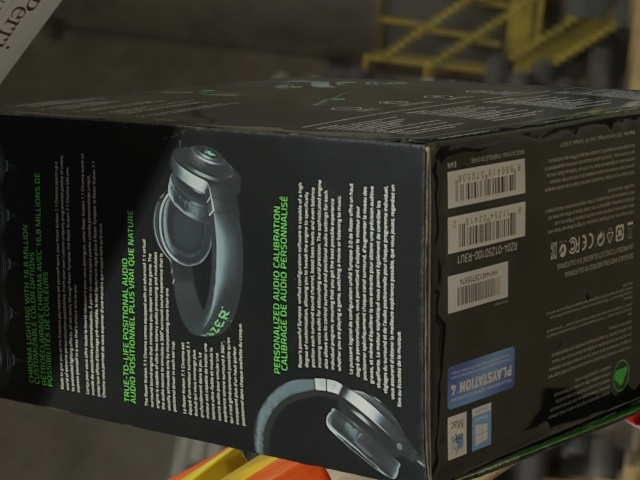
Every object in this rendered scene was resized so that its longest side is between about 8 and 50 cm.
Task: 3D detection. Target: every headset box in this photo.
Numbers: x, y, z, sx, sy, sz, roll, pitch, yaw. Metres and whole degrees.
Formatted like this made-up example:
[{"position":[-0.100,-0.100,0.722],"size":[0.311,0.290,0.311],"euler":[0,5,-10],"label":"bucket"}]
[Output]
[{"position":[0.000,0.000,0.796],"size":[0.246,0.283,0.131],"euler":[-12,-75,-52],"label":"headset box"}]

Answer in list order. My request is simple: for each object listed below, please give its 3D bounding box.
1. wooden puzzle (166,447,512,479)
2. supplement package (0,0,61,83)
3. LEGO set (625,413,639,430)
[{"position":[-0.002,0.142,1.104],"size":[0.080,0.348,0.322],"euler":[64,163,-2],"label":"wooden puzzle"},{"position":[-0.257,-0.070,0.658],"size":[0.262,0.204,0.145],"euler":[-51,-32,17],"label":"supplement package"},{"position":[0.215,0.075,0.848],"size":[0.087,0.093,0.227],"euler":[-58,9,-2],"label":"LEGO set"}]
